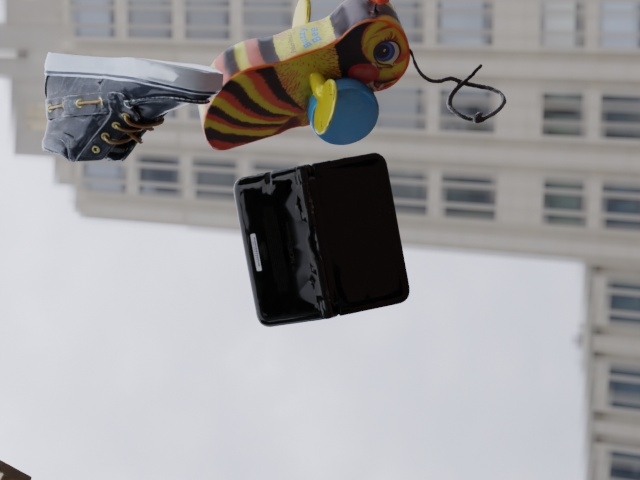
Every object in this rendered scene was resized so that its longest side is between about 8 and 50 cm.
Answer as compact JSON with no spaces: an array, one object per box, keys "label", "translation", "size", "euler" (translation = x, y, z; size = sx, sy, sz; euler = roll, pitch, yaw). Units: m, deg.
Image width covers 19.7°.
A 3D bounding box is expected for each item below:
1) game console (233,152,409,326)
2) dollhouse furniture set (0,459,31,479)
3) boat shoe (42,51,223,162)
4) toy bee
[{"label":"game console","translation":[0.000,0.000,1.469],"size":[0.071,0.107,0.122],"euler":[-11,-89,-55]},{"label":"dollhouse furniture set","translation":[-0.293,0.257,1.509],"size":[0.144,0.123,0.151],"euler":[36,-110,-25]},{"label":"boat shoe","translation":[-0.145,-0.098,1.419],"size":[0.065,0.183,0.083],"euler":[1,-84,-46]},{"label":"toy bee","translation":[0.020,-0.190,1.827],"size":[0.298,0.195,0.162],"euler":[-22,-49,-22]}]
